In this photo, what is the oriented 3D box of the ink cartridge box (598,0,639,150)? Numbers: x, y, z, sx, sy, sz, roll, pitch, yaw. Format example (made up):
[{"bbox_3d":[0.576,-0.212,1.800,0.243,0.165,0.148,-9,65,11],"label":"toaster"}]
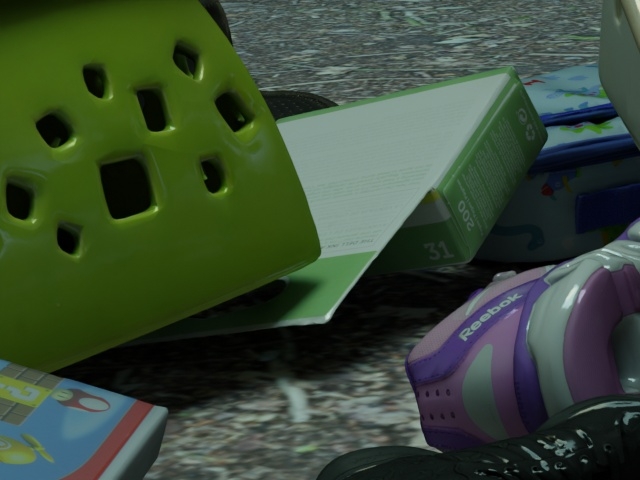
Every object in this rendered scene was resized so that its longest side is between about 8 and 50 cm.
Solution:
[{"bbox_3d":[0.250,-0.128,0.917,0.212,0.154,0.093,-6,35,-7],"label":"ink cartridge box"}]

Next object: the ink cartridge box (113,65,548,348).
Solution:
[{"bbox_3d":[0.000,0.000,1.007,0.171,0.056,0.235,-9,31,37],"label":"ink cartridge box"}]

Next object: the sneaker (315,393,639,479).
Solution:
[{"bbox_3d":[0.055,0.093,0.618,0.170,0.051,0.089,-9,12,-2],"label":"sneaker"}]

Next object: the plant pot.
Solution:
[{"bbox_3d":[-0.168,-0.053,0.895,0.227,0.207,0.228,-21,13,-40],"label":"plant pot"}]

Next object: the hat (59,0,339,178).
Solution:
[{"bbox_3d":[-0.143,-0.103,1.274,0.331,0.134,0.331,-2,26,1],"label":"hat"}]

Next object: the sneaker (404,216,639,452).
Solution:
[{"bbox_3d":[0.114,0.038,0.780,0.104,0.095,0.236,-16,1,34],"label":"sneaker"}]

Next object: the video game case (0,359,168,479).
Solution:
[{"bbox_3d":[-0.210,0.055,0.654,0.285,0.025,0.204,16,12,4],"label":"video game case"}]

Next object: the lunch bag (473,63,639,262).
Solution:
[{"bbox_3d":[0.161,-0.049,1.172,0.219,0.090,0.176,-11,19,-25],"label":"lunch bag"}]

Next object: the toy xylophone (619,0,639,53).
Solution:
[{"bbox_3d":[0.228,-0.040,0.722,0.236,0.081,0.322,0,46,-4],"label":"toy xylophone"}]
